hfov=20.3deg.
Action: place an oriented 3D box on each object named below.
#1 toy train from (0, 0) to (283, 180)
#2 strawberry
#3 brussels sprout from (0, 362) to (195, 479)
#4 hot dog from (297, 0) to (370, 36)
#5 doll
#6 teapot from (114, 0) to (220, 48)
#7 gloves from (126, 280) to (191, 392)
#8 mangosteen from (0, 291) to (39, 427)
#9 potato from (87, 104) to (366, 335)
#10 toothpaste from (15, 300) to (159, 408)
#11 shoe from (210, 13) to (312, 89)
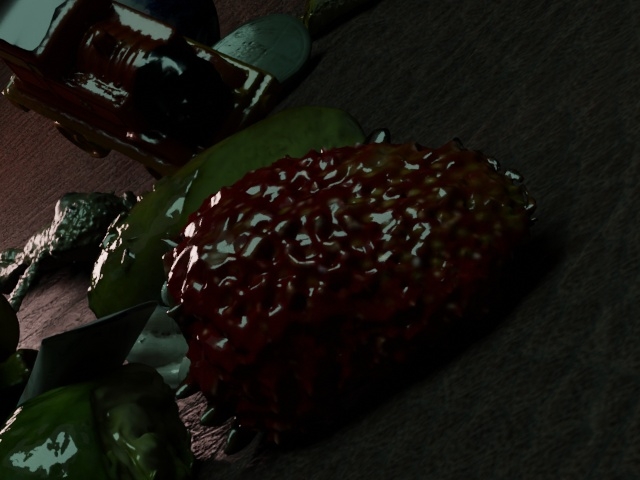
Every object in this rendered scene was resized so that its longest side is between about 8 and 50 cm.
[{"bbox_3d":[-0.227,-0.187,2.011,0.369,0.231,0.163,26,79,31],"label":"toy train"},{"bbox_3d":[0.000,0.000,1.327,0.306,0.138,0.233,-36,44,26],"label":"strawberry"},{"bbox_3d":[-0.185,0.175,1.405,0.145,0.131,0.183,-33,11,17],"label":"brussels sprout"},{"bbox_3d":[0.022,-0.308,2.200,0.169,0.061,0.078,-27,22,37],"label":"hot dog"},{"bbox_3d":[-0.317,-0.001,2.171,0.203,0.091,0.286,-32,7,-9],"label":"doll"},{"bbox_3d":[-0.274,-0.284,2.355,0.252,0.280,0.424,-45,-14,10],"label":"teapot"},{"bbox_3d":[-0.064,0.056,1.500,0.229,0.097,0.119,-32,21,9],"label":"gloves"},{"bbox_3d":[-0.442,0.149,1.795,0.297,0.313,0.297,-37,-20,-16],"label":"mangosteen"},{"bbox_3d":[-0.085,-0.017,1.620,0.298,0.141,0.176,-42,4,3],"label":"potato"},{"bbox_3d":[-0.214,0.122,1.519,0.100,0.066,0.323,-18,-16,-24],"label":"toothpaste"},{"bbox_3d":[-0.118,-0.177,2.159,0.251,0.103,0.100,-28,-25,-1],"label":"shoe"}]
